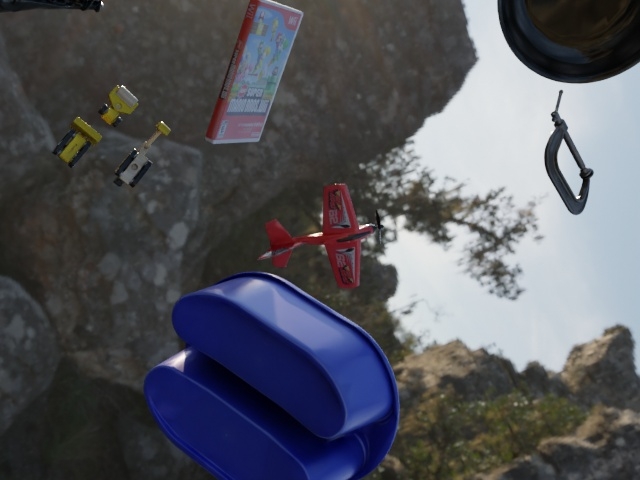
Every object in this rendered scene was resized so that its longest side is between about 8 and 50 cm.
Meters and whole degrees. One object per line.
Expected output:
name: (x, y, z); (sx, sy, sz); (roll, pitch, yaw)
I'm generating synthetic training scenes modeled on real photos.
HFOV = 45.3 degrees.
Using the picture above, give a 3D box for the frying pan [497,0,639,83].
frying pan: (0.343, -0.249, 0.807); (0.053, 0.326, 0.197); (-93, -163, -60)

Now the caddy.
caddy: (-0.063, 0.190, 1.017); (0.341, 0.241, 0.179); (31, 18, 21)

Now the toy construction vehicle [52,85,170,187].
toy construction vehicle: (-0.211, -0.101, 0.781); (0.086, 0.098, 0.035); (39, -16, -22)

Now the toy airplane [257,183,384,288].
toy airplane: (0.000, 0.000, 0.879); (0.028, 0.151, 0.151); (-110, -179, -53)

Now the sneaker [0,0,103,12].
sneaker: (-0.263, -0.267, 0.726); (0.109, 0.130, 0.286); (-61, -176, 33)

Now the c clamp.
c clamp: (0.377, -0.124, 1.154); (0.022, 0.137, 0.161); (-5, -49, 42)

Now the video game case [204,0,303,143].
video game case: (-0.129, -0.329, 1.519); (0.204, 0.025, 0.285); (-21, 134, -67)
